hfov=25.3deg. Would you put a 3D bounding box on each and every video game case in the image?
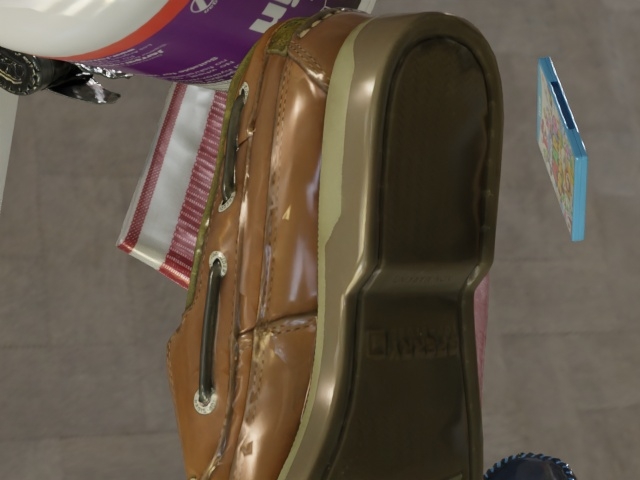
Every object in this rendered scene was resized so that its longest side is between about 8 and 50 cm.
[{"bbox_3d":[0.254,-0.098,1.505,0.015,0.119,0.166,-9,45,0],"label":"video game case"}]

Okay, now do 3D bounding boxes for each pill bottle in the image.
[{"bbox_3d":[-0.079,-0.184,0.838,0.323,0.181,0.181,-2,69,-66],"label":"pill bottle"}]

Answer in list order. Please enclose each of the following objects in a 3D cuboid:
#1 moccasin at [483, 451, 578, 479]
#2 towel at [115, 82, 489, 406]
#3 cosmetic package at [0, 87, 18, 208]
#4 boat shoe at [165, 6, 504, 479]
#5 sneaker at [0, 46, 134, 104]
[{"bbox_3d":[0.112,0.240,0.951,0.342,0.138,0.117,-57,134,-55],"label":"moccasin"},{"bbox_3d":[0.000,0.000,1.193,0.329,0.037,0.237,28,42,-16],"label":"towel"},{"bbox_3d":[-0.368,-0.116,1.180,0.156,0.385,0.217,21,23,16],"label":"cosmetic package"},{"bbox_3d":[-0.003,0.062,0.565,0.111,0.104,0.307,15,85,-46],"label":"boat shoe"},{"bbox_3d":[-0.218,-0.151,1.000,0.170,0.051,0.089,40,31,6],"label":"sneaker"}]
